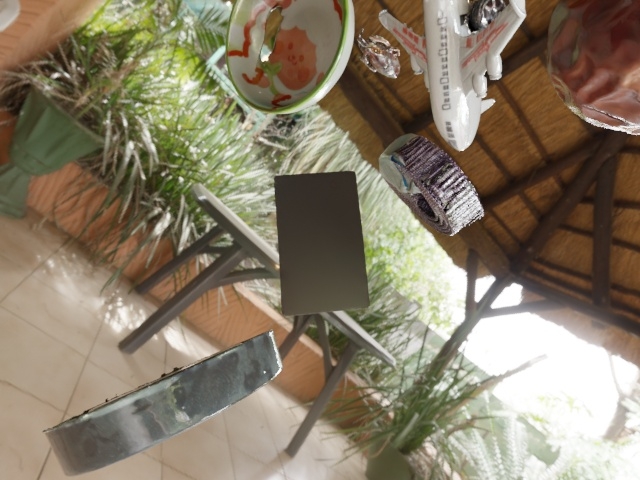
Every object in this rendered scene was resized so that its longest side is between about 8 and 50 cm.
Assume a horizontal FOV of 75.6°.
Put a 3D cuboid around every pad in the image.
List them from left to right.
[{"bbox_3d":[0.000,0.000,0.760,0.009,0.159,0.265,100,-14,-77],"label":"pad"}]

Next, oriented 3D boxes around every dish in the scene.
[{"bbox_3d":[-0.051,-0.428,0.894,0.324,0.324,0.124,40,23,26],"label":"dish"}]

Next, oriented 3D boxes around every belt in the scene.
[{"bbox_3d":[0.259,-0.137,1.015,0.260,0.122,0.325,47,4,-10],"label":"belt"}]

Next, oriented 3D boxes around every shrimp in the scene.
[{"bbox_3d":[0.134,-0.430,0.953,0.190,0.075,0.073,0,48,-51],"label":"shrimp"}]

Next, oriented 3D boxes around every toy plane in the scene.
[{"bbox_3d":[0.109,-0.157,0.341,0.171,0.065,0.162,61,-9,-32],"label":"toy plane"}]

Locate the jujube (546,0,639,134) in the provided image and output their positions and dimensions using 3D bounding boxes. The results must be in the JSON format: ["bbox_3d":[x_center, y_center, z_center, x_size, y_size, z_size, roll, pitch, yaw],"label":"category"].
[{"bbox_3d":[0.373,-0.225,0.355,0.216,0.216,0.342,42,-21,-13],"label":"jujube"}]

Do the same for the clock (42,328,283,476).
[{"bbox_3d":[-0.247,0.264,0.713,0.386,0.385,0.077,72,-5,-83],"label":"clock"}]
